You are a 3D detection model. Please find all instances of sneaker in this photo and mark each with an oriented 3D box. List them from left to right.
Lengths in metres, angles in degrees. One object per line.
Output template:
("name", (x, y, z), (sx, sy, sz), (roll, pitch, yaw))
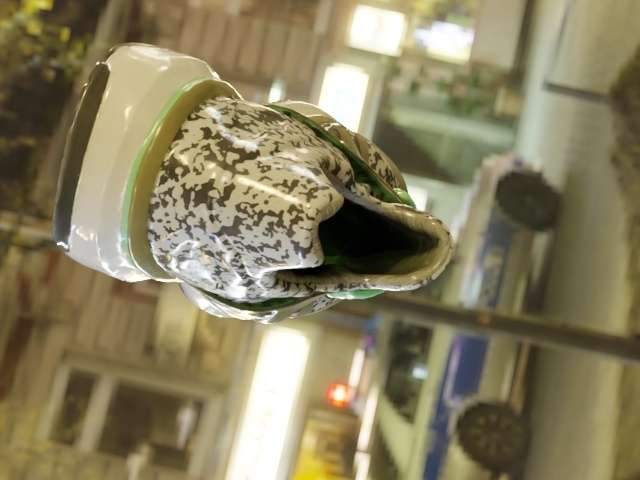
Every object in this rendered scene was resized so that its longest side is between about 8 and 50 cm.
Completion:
("sneaker", (0.000, 0.000, 1.096), (0.410, 0.182, 0.158), (9, -77, -68))
